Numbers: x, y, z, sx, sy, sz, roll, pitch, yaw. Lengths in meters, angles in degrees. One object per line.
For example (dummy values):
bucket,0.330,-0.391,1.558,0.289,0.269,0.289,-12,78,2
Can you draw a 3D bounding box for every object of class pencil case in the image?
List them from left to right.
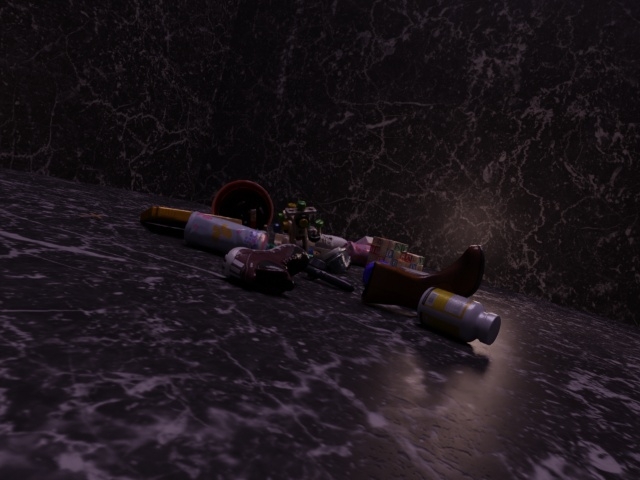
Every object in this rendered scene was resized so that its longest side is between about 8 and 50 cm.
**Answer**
pencil case,-0.309,-0.008,1.371,0.272,0.114,0.124,15,-16,10
pencil case,0.248,0.078,2.193,0.283,0.125,0.124,10,5,-28

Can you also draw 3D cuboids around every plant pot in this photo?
plant pot,-0.357,-0.123,1.968,0.271,0.273,0.265,14,-5,-4

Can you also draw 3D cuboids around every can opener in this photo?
can opener,0.022,0.113,1.302,0.186,0.073,0.059,27,1,26

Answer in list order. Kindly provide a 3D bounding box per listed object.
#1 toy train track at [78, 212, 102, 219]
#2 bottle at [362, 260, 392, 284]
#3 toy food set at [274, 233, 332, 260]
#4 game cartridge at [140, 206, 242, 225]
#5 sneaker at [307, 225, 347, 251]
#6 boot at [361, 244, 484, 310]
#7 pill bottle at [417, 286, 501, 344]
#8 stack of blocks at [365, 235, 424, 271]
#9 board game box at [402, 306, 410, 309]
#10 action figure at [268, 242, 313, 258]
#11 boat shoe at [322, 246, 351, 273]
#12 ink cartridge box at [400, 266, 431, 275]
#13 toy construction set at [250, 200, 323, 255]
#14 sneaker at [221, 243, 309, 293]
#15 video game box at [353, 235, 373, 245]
toy train track,-0.761,-0.076,1.375,0.048,0.014,0.083,23,12,17
bottle,0.230,0.129,1.595,0.118,0.093,0.283,16,4,9
toy food set,-0.081,0.020,1.989,0.219,0.093,0.306,13,5,-21
game cartridge,-0.504,-0.073,1.602,0.323,0.053,0.285,7,-5,-31
sneaker,0.000,0.000,2.219,0.291,0.108,0.169,6,-18,9
boot,0.277,0.093,1.145,0.280,0.264,0.096,16,38,-7
pill bottle,0.343,0.191,1.035,0.184,0.103,0.103,19,5,42
stack of blocks,0.393,0.095,2.148,0.296,0.172,0.087,13,4,-28
board game box,0.293,0.203,1.288,0.090,0.020,0.090,16,3,17
action figure,-0.148,0.049,1.515,0.231,0.064,0.137,19,6,7
boat shoe,0.075,0.094,1.736,0.099,0.116,0.319,59,3,8
ink cartridge box,0.445,0.178,1.854,0.174,0.073,0.127,14,4,-4
toy construction set,-0.144,-0.084,1.726,0.308,0.238,0.258,7,36,1
sneaker,-0.097,0.085,1.057,0.162,0.107,0.281,25,19,39
video game box,0.226,0.046,2.337,0.205,0.187,0.048,7,52,-60
